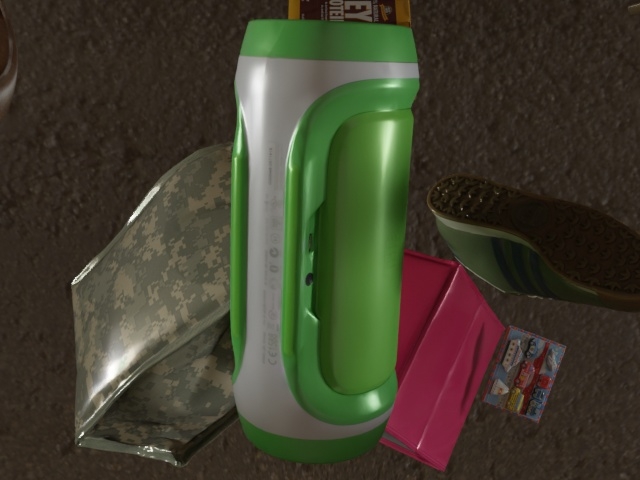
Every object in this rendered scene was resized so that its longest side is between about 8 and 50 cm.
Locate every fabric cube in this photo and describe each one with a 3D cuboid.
[{"bbox_3d":[0.099,0.169,1.151,0.254,0.259,0.258,17,71,38],"label":"fabric cube"}]

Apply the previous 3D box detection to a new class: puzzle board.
[{"bbox_3d":[0.315,0.207,1.131,0.096,0.011,0.128,21,89,-3],"label":"puzzle board"}]

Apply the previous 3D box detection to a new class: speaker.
[{"bbox_3d":[0.000,0.000,0.518,0.131,0.131,0.296,3,105,2],"label":"speaker"}]

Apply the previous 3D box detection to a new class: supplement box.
[{"bbox_3d":[0.059,-0.338,1.239,0.194,0.191,0.129,-5,61,9],"label":"supplement box"}]

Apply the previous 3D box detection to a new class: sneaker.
[{"bbox_3d":[0.175,0.013,0.574,0.192,0.086,0.064,27,67,34],"label":"sneaker"}]

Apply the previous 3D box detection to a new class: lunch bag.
[{"bbox_3d":[-0.133,0.062,0.793,0.287,0.169,0.235,-45,41,23],"label":"lunch bag"}]

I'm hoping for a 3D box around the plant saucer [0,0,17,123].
[{"bbox_3d":[-0.388,-0.242,0.688,0.050,0.310,0.310,-24,61,12],"label":"plant saucer"}]

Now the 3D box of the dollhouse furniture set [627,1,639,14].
[{"bbox_3d":[0.301,-0.291,0.625,0.259,0.135,0.262,-27,99,-31],"label":"dollhouse furniture set"}]
